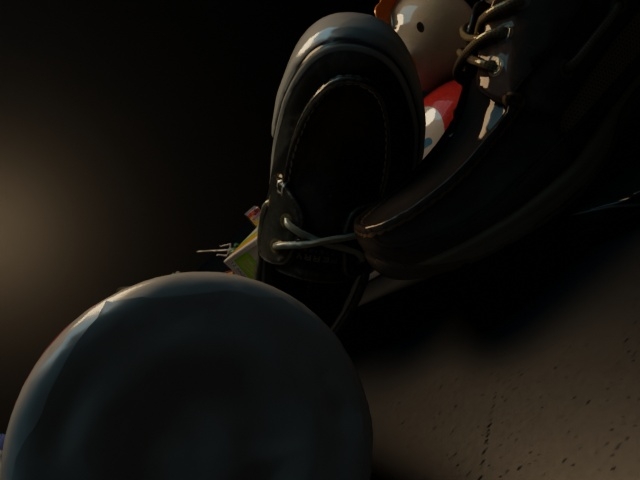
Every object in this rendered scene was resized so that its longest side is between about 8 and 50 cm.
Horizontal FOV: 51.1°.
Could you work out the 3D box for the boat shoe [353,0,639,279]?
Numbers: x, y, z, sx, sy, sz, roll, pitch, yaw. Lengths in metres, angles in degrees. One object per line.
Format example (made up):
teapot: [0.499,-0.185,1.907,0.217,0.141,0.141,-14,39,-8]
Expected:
boat shoe: [0.149,-0.118,0.467,0.355,0.130,0.132,-41,14,-10]

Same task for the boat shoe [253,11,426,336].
boat shoe: [0.010,-0.009,0.544,0.119,0.121,0.335,-77,-4,-46]

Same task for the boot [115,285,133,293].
boot: [-0.230,0.166,1.050,0.085,0.237,0.178,50,-135,-64]

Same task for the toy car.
toy car: [0.129,-0.190,0.747,0.210,0.238,0.219,-48,10,-37]

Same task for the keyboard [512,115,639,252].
keyboard: [0.233,-0.097,0.527,0.317,0.033,0.202,-45,16,-30]

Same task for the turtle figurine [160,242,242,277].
turtle figurine: [-0.162,0.063,1.165,0.234,0.118,0.175,-23,10,33]

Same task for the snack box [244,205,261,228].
snack box: [-0.130,-0.032,1.552,0.037,0.100,0.141,-41,8,-4]

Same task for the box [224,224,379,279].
box: [0.000,0.000,0.787,0.203,0.114,0.103,-31,14,44]

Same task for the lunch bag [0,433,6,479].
lunch bag: [-0.384,0.348,0.634,0.243,0.115,0.303,-38,19,9]

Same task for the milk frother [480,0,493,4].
milk frother: [0.330,-0.368,1.082,0.129,0.135,0.143,-54,4,12]

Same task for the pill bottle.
pill bottle: [-0.107,0.120,0.449,0.176,0.176,0.318,-45,9,-21]
